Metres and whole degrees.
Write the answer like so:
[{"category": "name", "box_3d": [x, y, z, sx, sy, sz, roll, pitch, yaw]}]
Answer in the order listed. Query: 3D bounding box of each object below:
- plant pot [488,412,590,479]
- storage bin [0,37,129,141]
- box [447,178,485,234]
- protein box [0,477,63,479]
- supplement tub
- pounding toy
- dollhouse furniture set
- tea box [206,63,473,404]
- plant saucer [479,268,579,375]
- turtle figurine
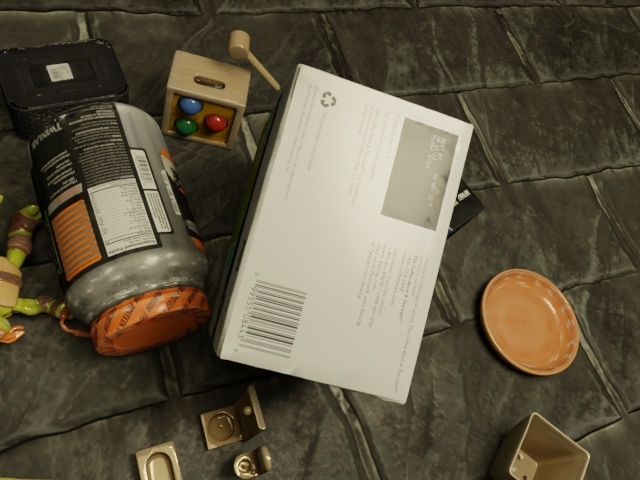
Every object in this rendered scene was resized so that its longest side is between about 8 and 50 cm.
[{"category": "plant pot", "box_3d": [0.327, 0.350, 0.881, 0.109, 0.096, 0.109, 37, 58, 2]}, {"category": "storage bin", "box_3d": [-0.416, -0.247, 0.927, 0.180, 0.084, 0.122, -17, 71, -27]}, {"category": "box", "box_3d": [0.162, -0.014, 0.959, 0.147, 0.180, 0.077, -31, 79, -29]}, {"category": "protein box", "box_3d": [-0.393, 0.352, 0.581, 0.200, 0.136, 0.201, 13, 60, -24]}, {"category": "supplement tub", "box_3d": [-0.275, -0.015, 0.793, 0.194, 0.193, 0.315, -14, 70, -25]}, {"category": "pounding toy", "box_3d": [-0.160, -0.243, 0.945, 0.181, 0.206, 0.094, 12, 61, -14]}, {"category": "dollhouse furniture set", "box_3d": [-0.148, 0.285, 0.726, 0.151, 0.123, 0.144, -10, 68, -24]}, {"category": "tea box", "box_3d": [0.000, 0.000, 0.756, 0.220, 0.323, 0.328, 17, 83, -11]}, {"category": "plant saucer", "box_3d": [0.375, 0.149, 1.037, 0.200, 0.037, 0.199, 8, 62, -15]}, {"category": "turtle figurine", "box_3d": [-0.424, 0.052, 0.771, 0.270, 0.087, 0.217, 15, 54, -38]}]
